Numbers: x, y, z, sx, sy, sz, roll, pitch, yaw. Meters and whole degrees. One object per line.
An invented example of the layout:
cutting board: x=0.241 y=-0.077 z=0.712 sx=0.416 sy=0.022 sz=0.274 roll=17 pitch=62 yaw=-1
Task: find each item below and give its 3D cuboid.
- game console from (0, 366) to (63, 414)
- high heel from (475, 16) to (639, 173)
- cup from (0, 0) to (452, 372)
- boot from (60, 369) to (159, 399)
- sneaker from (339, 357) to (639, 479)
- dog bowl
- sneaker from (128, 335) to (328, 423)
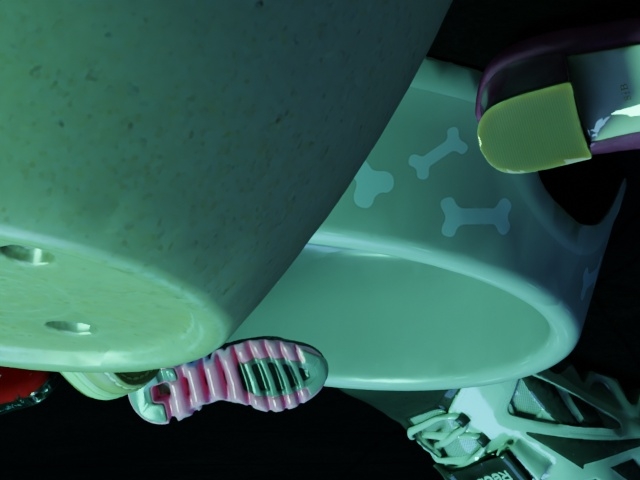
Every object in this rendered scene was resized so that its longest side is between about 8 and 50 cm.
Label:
game console: x=-0.138 y=0.075 z=1.110 sx=0.085 sy=0.124 sz=0.144 roll=45 pitch=146 yaw=-19
high heel: x=0.192 y=-0.079 z=0.907 sx=0.244 sy=0.082 sz=0.117 roll=-15 pitch=-165 yaw=14
cup: x=-0.100 y=-0.088 z=0.682 sx=0.331 sy=0.237 sz=0.331 roll=6 pitch=162 yaw=2
boot: x=-0.073 y=-0.029 z=0.930 sx=0.165 sy=0.213 sz=0.077 roll=-7 pitch=-168 yaw=29
sneaker: x=0.149 y=0.161 z=1.487 sx=0.330 sy=0.146 sz=0.122 roll=18 pitch=160 yaw=-26
dog bowl: x=0.000 y=0.000 z=1.122 sx=0.348 sy=0.102 sz=0.349 roll=6 pitch=161 yaw=2
sneaker: x=-0.054 y=0.076 z=1.155 sx=0.119 sy=0.047 sz=0.057 roll=-6 pitch=-166 yaw=7
